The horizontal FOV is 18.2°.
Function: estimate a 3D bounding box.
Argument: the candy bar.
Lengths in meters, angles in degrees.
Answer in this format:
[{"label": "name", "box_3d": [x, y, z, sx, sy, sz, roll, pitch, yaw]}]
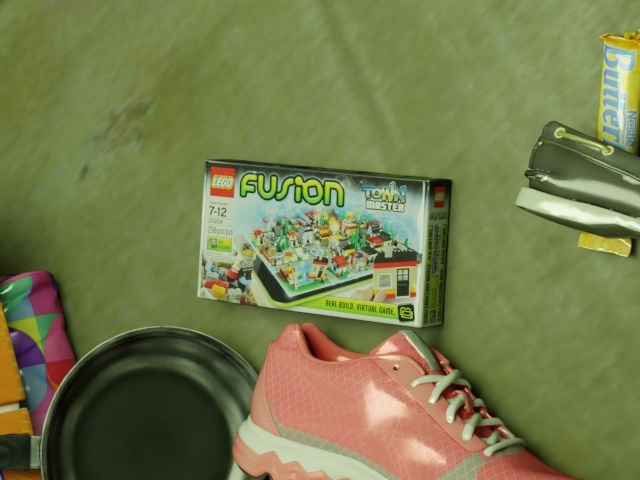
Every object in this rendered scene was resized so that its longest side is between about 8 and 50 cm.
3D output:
[{"label": "candy bar", "box_3d": [0.211, -0.071, 1.426, 0.040, 0.018, 0.161, 9, 98, 31]}]

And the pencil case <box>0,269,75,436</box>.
[{"label": "pencil case", "box_3d": [-0.244, 0.144, 1.678, 0.104, 0.104, 0.236, -21, 81, 31]}]

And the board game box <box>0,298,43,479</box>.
[{"label": "board game box", "box_3d": [-0.466, 0.196, 1.608, 0.356, 0.356, 0.356, -23, 80, 53]}]

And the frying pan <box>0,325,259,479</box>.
[{"label": "frying pan", "box_3d": [-0.183, 0.188, 1.551, 0.053, 0.326, 0.197, -12, 99, 69]}]

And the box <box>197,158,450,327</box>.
[{"label": "box", "box_3d": [0.000, 0.000, 1.552, 0.207, 0.036, 0.114, 6, 96, 32]}]

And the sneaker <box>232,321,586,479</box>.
[{"label": "sneaker", "box_3d": [0.074, 0.139, 1.469, 0.314, 0.116, 0.136, 13, 95, 30]}]

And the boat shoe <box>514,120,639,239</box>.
[{"label": "boat shoe", "box_3d": [0.249, -0.024, 1.361, 0.228, 0.081, 0.068, 16, 87, 17]}]
